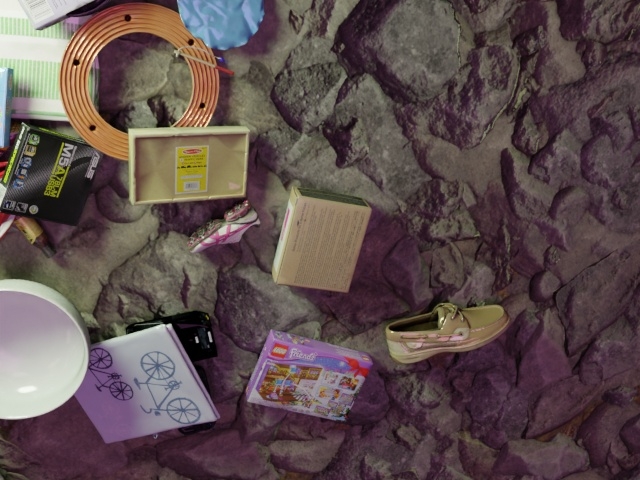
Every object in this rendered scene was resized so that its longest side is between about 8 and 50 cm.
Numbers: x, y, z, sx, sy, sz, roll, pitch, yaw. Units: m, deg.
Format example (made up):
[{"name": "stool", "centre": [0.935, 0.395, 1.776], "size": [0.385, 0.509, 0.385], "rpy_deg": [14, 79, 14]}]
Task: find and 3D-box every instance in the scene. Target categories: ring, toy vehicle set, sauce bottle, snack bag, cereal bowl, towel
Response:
[{"name": "ring", "centre": [-0.382, -0.333, 1.557], "size": [0.336, 0.032, 0.337], "rpy_deg": [-9, 115, -21]}, {"name": "toy vehicle set", "centre": [-0.292, -0.169, 1.634], "size": [0.266, 0.035, 0.166], "rpy_deg": [-6, 119, -25]}, {"name": "sauce bottle", "centre": [-0.647, -0.015, 1.652], "size": [0.042, 0.042, 0.128], "rpy_deg": [-31, 115, 1]}, {"name": "snack bag", "centre": [-0.465, 0.370, 1.833], "size": [0.342, 0.037, 0.323], "rpy_deg": [-16, 118, 13]}, {"name": "cereal bowl", "centre": [-0.701, 0.235, 1.689], "size": [0.338, 0.141, 0.339], "rpy_deg": [-3, 112, -9]}, {"name": "towel", "centre": [-0.578, -0.407, 1.497], "size": [0.247, 0.038, 0.325], "rpy_deg": [0, 113, -13]}]

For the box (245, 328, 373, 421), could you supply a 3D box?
[{"name": "box", "centre": [-0.031, 0.366, 1.961], "size": [0.293, 0.057, 0.201], "rpy_deg": [17, 109, -20]}]

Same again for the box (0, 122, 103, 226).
[{"name": "box", "centre": [-0.576, -0.136, 1.558], "size": [0.184, 0.045, 0.191], "rpy_deg": [15, 102, -47]}]

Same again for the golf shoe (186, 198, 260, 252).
[{"name": "golf shoe", "centre": [-0.229, -0.016, 1.738], "size": [0.186, 0.067, 0.086], "rpy_deg": [-32, 118, 2]}]

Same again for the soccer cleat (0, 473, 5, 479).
[{"name": "soccer cleat", "centre": [-0.839, 0.675, 1.888], "size": [0.116, 0.143, 0.332], "rpy_deg": [-8, 97, 24]}]

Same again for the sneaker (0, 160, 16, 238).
[{"name": "sneaker", "centre": [-0.710, -0.085, 1.562], "size": [0.221, 0.087, 0.128], "rpy_deg": [-48, 141, -4]}]

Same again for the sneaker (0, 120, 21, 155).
[{"name": "sneaker", "centre": [-0.702, -0.190, 1.553], "size": [0.185, 0.070, 0.084], "rpy_deg": [-18, 125, 1]}]

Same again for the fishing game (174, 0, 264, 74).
[{"name": "fishing game", "centre": [-0.212, -0.496, 1.539], "size": [0.189, 0.041, 0.264], "rpy_deg": [15, 99, -24]}]

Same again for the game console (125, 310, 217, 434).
[{"name": "game console", "centre": [-0.363, 0.354, 1.886], "size": [0.213, 0.044, 0.362], "rpy_deg": [-11, 115, -7]}]

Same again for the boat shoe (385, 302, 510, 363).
[{"name": "boat shoe", "centre": [0.343, 0.231, 1.955], "size": [0.341, 0.122, 0.110], "rpy_deg": [-17, 117, -4]}]

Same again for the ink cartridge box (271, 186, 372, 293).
[{"name": "ink cartridge box", "centre": [0.000, 0.000, 1.789], "size": [0.193, 0.088, 0.235], "rpy_deg": [10, 111, -16]}]

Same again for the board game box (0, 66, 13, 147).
[{"name": "board game box", "centre": [-0.735, -0.280, 1.473], "size": [0.211, 0.039, 0.160], "rpy_deg": [7, 99, -2]}]

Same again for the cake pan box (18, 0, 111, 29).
[{"name": "cake pan box", "centre": [-0.498, -0.567, 1.400], "size": [0.245, 0.070, 0.267], "rpy_deg": [-28, 107, -2]}]
